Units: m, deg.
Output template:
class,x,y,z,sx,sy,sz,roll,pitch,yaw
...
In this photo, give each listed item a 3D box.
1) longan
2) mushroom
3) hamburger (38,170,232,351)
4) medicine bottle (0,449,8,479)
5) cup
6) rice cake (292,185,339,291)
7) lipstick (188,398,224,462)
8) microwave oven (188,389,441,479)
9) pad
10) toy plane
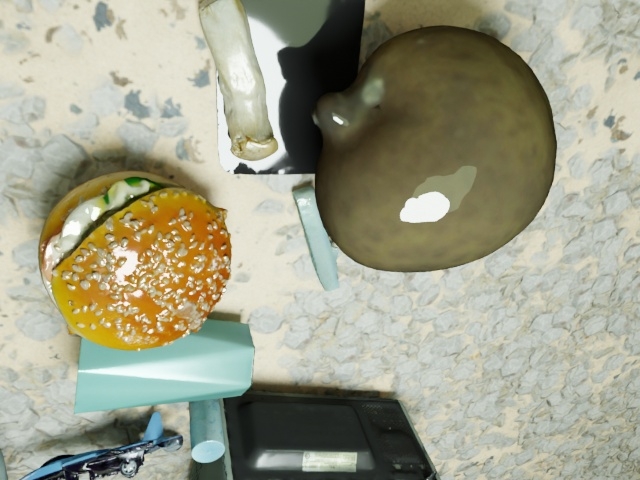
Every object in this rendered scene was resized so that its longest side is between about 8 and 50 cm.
class,x,y,z,sx,sy,sz,roll,pitch,yaw
longan,0.122,-0.098,0.622,0.300,0.243,0.300,-3,102,-16
mushroom,-0.094,-0.187,0.614,0.059,0.054,0.202,-13,119,-6
hamburger,-0.219,0.029,0.642,0.237,0.147,0.237,-7,108,-23
medicine bottle,-0.550,0.334,0.693,0.245,0.245,0.290,1,118,-17
cup,-0.218,0.167,0.752,0.235,0.148,0.134,5,92,-20
rice cake,0.000,0.000,0.771,0.042,0.030,0.180,-20,125,-6
lipstick,-0.176,0.255,0.799,0.048,0.158,0.048,-8,123,-12
microwave oven,-0.027,0.408,0.902,0.355,0.218,0.286,9,116,-20
pad,-0.039,-0.204,0.650,0.181,0.004,0.267,-3,122,-15
toy plane,-0.341,0.348,0.821,0.246,0.078,0.169,-19,165,-24
